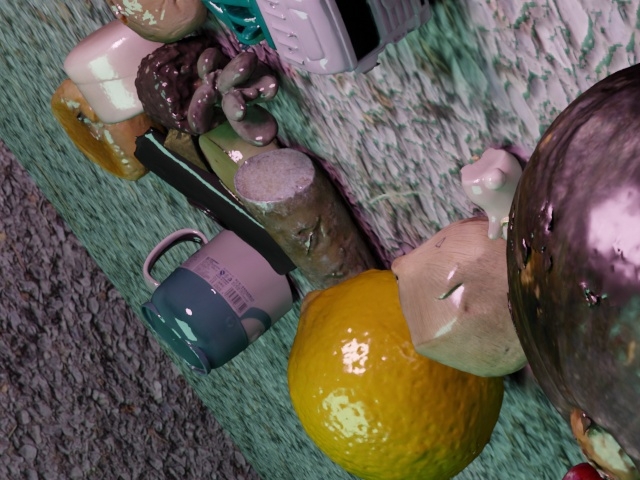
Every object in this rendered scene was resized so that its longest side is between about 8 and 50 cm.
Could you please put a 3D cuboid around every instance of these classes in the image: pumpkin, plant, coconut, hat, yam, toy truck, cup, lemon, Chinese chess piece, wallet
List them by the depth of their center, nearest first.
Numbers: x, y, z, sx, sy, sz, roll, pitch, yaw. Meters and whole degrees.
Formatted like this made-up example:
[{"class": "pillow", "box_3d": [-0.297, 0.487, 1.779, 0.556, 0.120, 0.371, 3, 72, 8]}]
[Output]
[{"class": "pumpkin", "box_3d": [0.341, 0.065, 0.930, 0.454, 0.344, 0.454, 47, 162, 21]}, {"class": "toy truck", "box_3d": [-0.049, -0.300, 1.333, 0.363, 0.178, 0.176, 26, 152, 42]}, {"class": "coconut", "box_3d": [0.195, 0.066, 1.505, 0.224, 0.224, 0.224, 42, 161, 18]}, {"class": "plant", "box_3d": [-0.165, -0.226, 1.784, 0.274, 0.149, 0.146, 19, 147, 50]}, {"class": "lemon", "box_3d": [0.112, 0.209, 1.800, 0.336, 0.336, 0.336, 42, 161, 18]}, {"class": "yam", "box_3d": [0.000, 0.000, 1.909, 0.133, 0.133, 0.330, 19, 149, 56]}, {"class": "Chinese chess piece", "box_3d": [-0.119, -0.129, 1.994, 0.188, 0.083, 0.188, 43, 165, 15]}, {"class": "hat", "box_3d": [-0.241, -0.174, 2.077, 0.146, 0.067, 0.146, -19, -90, -84]}, {"class": "wallet", "box_3d": [-0.186, -0.073, 2.206, 0.377, 0.051, 0.197, 38, 163, -7]}, {"class": "cup", "box_3d": [-0.227, 0.102, 2.443, 0.290, 0.258, 0.219, 42, 156, 16]}]

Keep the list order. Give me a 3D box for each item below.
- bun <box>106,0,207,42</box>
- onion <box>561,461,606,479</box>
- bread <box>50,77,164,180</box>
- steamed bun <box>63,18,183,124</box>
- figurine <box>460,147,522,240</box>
[{"class": "bun", "box_3d": [-0.254, -0.362, 1.752, 0.173, 0.113, 0.166, 50, 161, -5]}, {"class": "onion", "box_3d": [0.420, 0.394, 1.798, 0.131, 0.131, 0.131, 42, 161, 18]}, {"class": "bread", "box_3d": [-0.409, -0.235, 2.344, 0.244, 0.134, 0.244, 38, 157, 19]}, {"class": "steamed bun", "box_3d": [-0.327, -0.288, 1.996, 0.146, 0.164, 0.242, 56, 162, -20]}, {"class": "figurine", "box_3d": [0.234, -0.042, 1.419, 0.146, 0.081, 0.098, 50, -154, -22]}]
